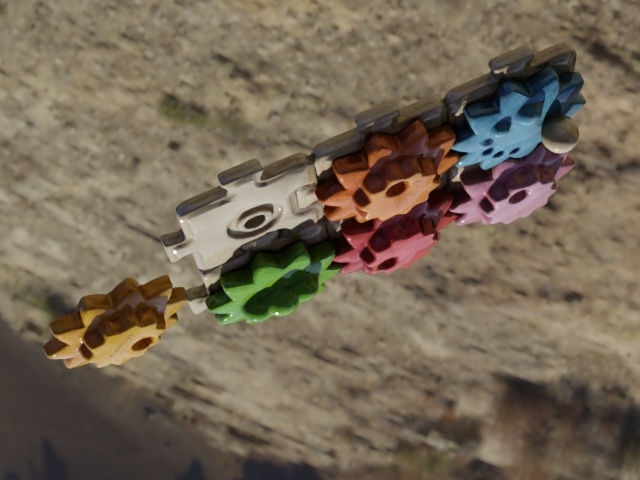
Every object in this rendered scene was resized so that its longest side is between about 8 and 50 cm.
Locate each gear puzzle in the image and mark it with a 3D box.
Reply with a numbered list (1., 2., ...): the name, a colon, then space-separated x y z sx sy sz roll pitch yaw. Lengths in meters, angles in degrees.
1. gear puzzle: 0.000 0.000 0.832 0.339 0.044 0.175 -23 156 -6
